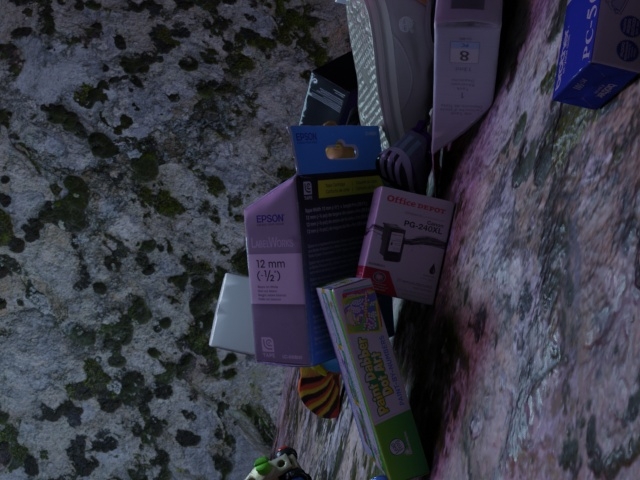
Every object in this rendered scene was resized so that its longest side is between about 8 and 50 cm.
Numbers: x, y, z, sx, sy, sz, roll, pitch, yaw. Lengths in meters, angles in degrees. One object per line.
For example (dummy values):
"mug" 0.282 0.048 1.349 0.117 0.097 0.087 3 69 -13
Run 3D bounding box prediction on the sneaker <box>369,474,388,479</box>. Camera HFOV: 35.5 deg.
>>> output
"sneaker" 0.059 0.399 1.312 0.078 0.067 0.188 -73 1 -69

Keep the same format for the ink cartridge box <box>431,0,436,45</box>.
"ink cartridge box" 0.176 -0.441 1.766 0.226 0.131 0.306 -90 12 -67

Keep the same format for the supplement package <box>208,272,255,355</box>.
"supplement package" -0.105 0.196 2.374 0.175 0.293 0.177 139 145 -81

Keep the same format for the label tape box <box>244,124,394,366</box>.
"label tape box" 0.000 0.000 1.544 0.249 0.115 0.348 -10 -84 -56

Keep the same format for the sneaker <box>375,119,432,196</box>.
"sneaker" 0.148 -0.086 1.534 0.098 0.083 0.224 -48 -25 -19

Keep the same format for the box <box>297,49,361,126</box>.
"box" 0.071 -0.296 2.099 0.261 0.103 0.184 -37 -26 -45

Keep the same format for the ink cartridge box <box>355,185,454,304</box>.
"ink cartridge box" 0.117 0.006 1.408 0.063 0.109 0.150 159 123 -85

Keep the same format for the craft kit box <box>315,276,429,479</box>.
"craft kit box" 0.061 0.172 1.314 0.246 0.061 0.250 171 82 -87

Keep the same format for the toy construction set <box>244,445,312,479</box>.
"toy construction set" -0.112 0.530 1.986 0.151 0.215 0.328 61 176 31

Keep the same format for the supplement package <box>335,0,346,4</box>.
"supplement package" 0.151 -0.595 2.048 0.263 0.198 0.199 -85 10 -60

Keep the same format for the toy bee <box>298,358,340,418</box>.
"toy bee" -0.011 0.208 2.064 0.195 0.162 0.298 115 167 -76

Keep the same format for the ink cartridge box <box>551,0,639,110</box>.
"ink cartridge box" 0.251 -0.227 0.864 0.097 0.046 0.207 119 162 -78

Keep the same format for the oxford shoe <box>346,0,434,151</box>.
"oxford shoe" 0.135 -0.238 1.649 0.449 0.130 0.169 82 163 -44

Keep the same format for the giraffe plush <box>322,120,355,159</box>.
"giraffe plush" 0.073 -0.157 1.965 0.210 0.170 0.181 126 156 -78

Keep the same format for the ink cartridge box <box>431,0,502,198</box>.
"ink cartridge box" 0.212 -0.275 1.432 0.385 0.091 0.308 80 -165 -55
